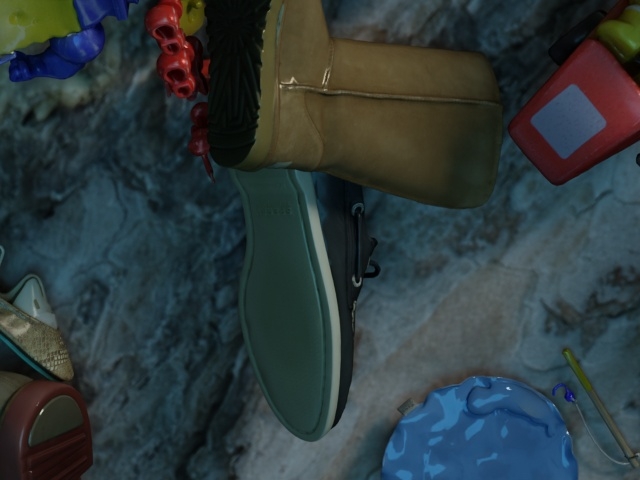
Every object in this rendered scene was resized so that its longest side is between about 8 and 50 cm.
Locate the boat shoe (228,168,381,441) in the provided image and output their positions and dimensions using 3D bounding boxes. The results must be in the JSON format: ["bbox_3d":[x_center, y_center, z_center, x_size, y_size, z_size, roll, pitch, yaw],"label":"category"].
[{"bbox_3d":[-0.003,-0.001,1.686,0.113,0.127,0.340,-20,106,-38],"label":"boat shoe"}]

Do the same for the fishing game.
[{"bbox_3d":[0.141,0.208,1.797,0.264,0.041,0.189,-37,106,4],"label":"fishing game"}]

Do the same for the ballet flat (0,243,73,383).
[{"bbox_3d":[-0.282,0.042,1.724,0.206,0.073,0.067,39,91,-16],"label":"ballet flat"}]

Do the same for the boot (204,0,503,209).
[{"bbox_3d":[0.033,-0.151,1.589,0.269,0.089,0.236,4,94,-42],"label":"boot"}]

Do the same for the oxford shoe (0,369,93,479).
[{"bbox_3d":[-0.279,0.264,1.799,0.130,0.123,0.348,17,118,27],"label":"oxford shoe"}]

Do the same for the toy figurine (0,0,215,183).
[{"bbox_3d":[-0.212,-0.199,1.508,0.217,0.191,0.362,-8,141,3],"label":"toy figurine"}]

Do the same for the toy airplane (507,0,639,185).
[{"bbox_3d":[0.347,-0.216,1.514,0.386,0.272,0.384,7,93,10],"label":"toy airplane"}]
